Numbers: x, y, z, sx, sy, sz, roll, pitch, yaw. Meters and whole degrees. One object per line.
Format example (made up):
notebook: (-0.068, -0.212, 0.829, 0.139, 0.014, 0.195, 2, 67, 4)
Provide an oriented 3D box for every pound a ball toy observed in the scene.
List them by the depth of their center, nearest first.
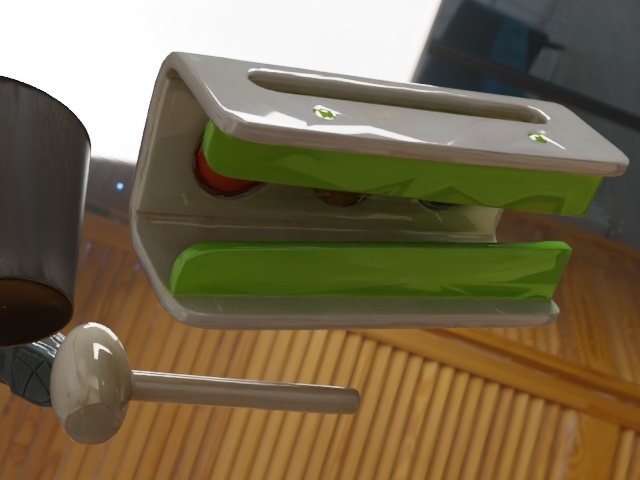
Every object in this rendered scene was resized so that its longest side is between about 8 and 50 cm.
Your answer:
pound a ball toy: (0.000, 0.000, 0.601, 0.136, 0.319, 0.208, 54, 134, 50)

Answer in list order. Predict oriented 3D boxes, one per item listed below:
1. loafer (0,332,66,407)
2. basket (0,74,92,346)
loafer: (-0.382, 0.128, 1.205, 0.084, 0.267, 0.096, -11, -60, -54)
basket: (-0.315, -0.023, 0.965, 0.154, 0.204, 0.227, -28, 53, 22)
